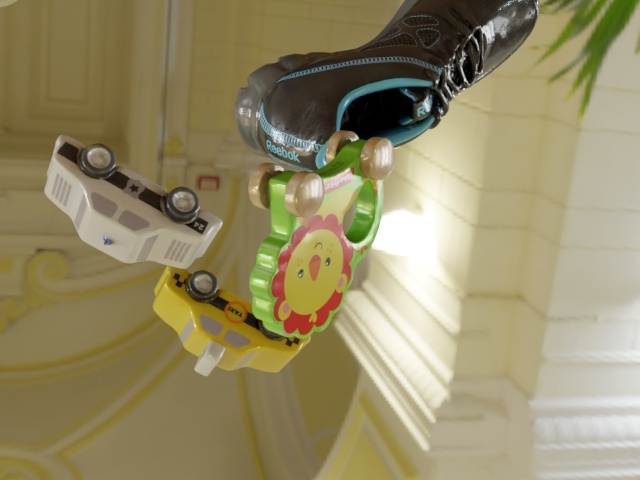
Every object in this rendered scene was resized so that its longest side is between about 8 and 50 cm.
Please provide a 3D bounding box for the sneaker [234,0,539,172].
[{"bbox_3d":[0.093,-0.152,0.936,0.341,0.125,0.140,-32,-142,-18],"label":"sneaker"}]

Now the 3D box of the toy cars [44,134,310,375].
[{"bbox_3d":[-0.160,0.045,1.067,0.176,0.393,0.087,-1,-130,33],"label":"toy cars"}]

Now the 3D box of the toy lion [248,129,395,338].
[{"bbox_3d":[0.000,0.000,0.516,0.034,0.096,0.100,15,-150,36],"label":"toy lion"}]

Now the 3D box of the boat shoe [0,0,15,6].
[{"bbox_3d":[-0.485,-0.404,1.535,0.133,0.049,0.042,-19,-132,19],"label":"boat shoe"}]
